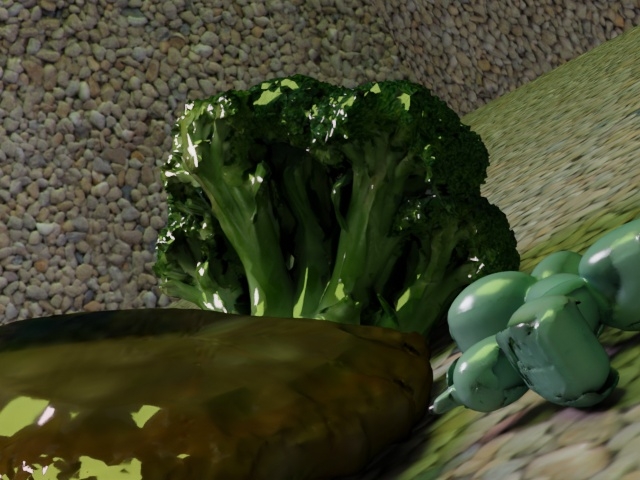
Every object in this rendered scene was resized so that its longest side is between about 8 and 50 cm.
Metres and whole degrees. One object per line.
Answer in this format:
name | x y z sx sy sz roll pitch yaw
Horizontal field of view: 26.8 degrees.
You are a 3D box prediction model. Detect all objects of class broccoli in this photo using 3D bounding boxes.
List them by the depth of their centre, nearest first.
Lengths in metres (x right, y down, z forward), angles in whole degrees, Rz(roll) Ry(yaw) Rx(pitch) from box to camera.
broccoli | 0.000 0.000 1.001 0.294 0.265 0.245 -22 46 28

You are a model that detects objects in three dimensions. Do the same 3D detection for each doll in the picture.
doll | 0.122 0.040 0.705 0.159 0.059 0.158 -37 7 -41

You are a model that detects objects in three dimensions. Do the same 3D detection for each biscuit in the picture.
biscuit | -0.086 0.094 0.797 0.335 0.078 0.329 -10 10 -33
